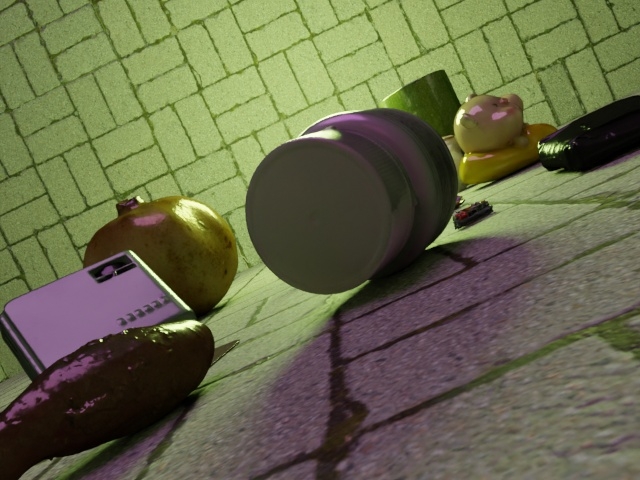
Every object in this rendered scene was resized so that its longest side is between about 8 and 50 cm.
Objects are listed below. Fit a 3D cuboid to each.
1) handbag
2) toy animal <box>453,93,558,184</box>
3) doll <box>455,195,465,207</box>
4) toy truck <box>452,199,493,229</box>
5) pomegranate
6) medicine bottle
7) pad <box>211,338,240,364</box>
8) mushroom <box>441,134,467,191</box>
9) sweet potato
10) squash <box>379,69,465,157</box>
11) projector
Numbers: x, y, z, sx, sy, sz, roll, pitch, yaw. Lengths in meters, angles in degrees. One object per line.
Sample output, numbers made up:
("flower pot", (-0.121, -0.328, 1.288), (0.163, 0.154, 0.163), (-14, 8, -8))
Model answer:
("handbag", (0.525, -0.201, 1.100), (0.247, 0.080, 0.223), (-25, 3, 6))
("toy animal", (0.499, -0.311, 1.706), (0.277, 0.247, 0.345), (-21, 4, 25))
("doll", (0.274, -0.078, 1.416), (0.113, 0.077, 0.078), (5, 17, -25))
("toy truck", (0.254, -0.043, 1.040), (0.083, 0.024, 0.032), (-23, 31, -21))
("pomegranate", (-0.440, 0.052, 1.690), (0.416, 0.417, 0.416), (-25, 3, 1))
("medicine bottle", (0.052, -0.061, 0.872), (0.241, 0.241, 0.302), (-23, 3, 28))
("pad", (-0.222, 0.199, 0.822), (0.176, 0.002, 0.266), (-24, 3, 18))
("mushroom", (0.408, -0.239, 1.902), (0.088, 0.212, 0.097), (25, -34, -28))
("sweet potato", (-0.235, 0.165, 0.586), (0.109, 0.109, 0.385), (-23, 4, 40))
("squash", (0.389, -0.351, 2.107), (0.263, 0.384, 0.263), (-25, 0, 0))
("projector", (-0.361, 0.144, 1.006), (0.250, 0.198, 0.108), (-28, -39, -35))
